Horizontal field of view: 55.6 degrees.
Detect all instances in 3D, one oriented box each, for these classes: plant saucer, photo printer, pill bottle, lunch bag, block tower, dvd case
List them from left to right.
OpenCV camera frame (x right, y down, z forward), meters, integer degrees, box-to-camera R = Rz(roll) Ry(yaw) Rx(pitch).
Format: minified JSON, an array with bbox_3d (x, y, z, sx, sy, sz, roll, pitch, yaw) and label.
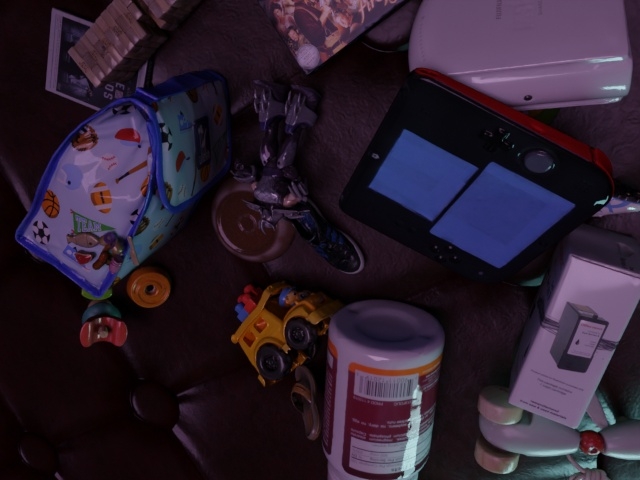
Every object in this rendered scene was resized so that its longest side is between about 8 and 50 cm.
[{"bbox_3d":[-0.467,-0.364,1.279,0.239,0.029,0.179,23,116,11],"label":"dvd case"},{"bbox_3d":[-0.331,-0.133,1.147,0.239,0.328,0.385,34,116,-2],"label":"lunch bag"},{"bbox_3d":[-0.322,-0.432,1.146,0.335,0.097,0.091,-38,91,18],"label":"block tower"},{"bbox_3d":[-0.149,-0.040,1.281,0.199,0.036,0.198,7,112,17],"label":"plant saucer"},{"bbox_3d":[0.117,0.337,1.218,0.224,0.224,0.391,10,113,16],"label":"pill bottle"},{"bbox_3d":[0.288,-0.310,0.915,0.308,0.255,0.107,-1,149,21],"label":"photo printer"}]

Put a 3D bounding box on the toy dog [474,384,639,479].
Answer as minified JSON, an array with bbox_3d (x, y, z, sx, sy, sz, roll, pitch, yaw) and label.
[{"bbox_3d":[0.441,0.352,1.175,0.334,0.161,0.220,22,113,-6],"label":"toy dog"}]

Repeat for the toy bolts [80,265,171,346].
[{"bbox_3d":[-0.480,0.123,1.433,0.218,0.158,0.228,9,106,-27],"label":"toy bolts"}]

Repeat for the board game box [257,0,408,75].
[{"bbox_3d":[0.027,-0.430,1.070,0.243,0.042,0.165,-31,96,26],"label":"board game box"}]

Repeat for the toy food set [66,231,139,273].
[{"bbox_3d":[-0.375,0.023,1.038,0.122,0.019,0.077,-3,114,15],"label":"toy food set"}]

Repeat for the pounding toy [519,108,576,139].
[{"bbox_3d":[0.317,-0.216,1.008,0.183,0.110,0.236,-17,102,24],"label":"pounding toy"}]

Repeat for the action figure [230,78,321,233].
[{"bbox_3d":[-0.086,-0.152,1.152,0.185,0.099,0.284,13,97,31],"label":"action figure"}]

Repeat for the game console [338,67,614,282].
[{"bbox_3d":[0.230,-0.076,0.992,0.342,0.060,0.386,24,149,-4],"label":"game console"}]

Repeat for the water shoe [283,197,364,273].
[{"bbox_3d":[0.000,0.000,1.216,0.203,0.080,0.073,44,118,0],"label":"water shoe"}]

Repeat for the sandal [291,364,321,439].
[{"bbox_3d":[-0.038,0.343,1.310,0.049,0.180,0.072,8,133,-20],"label":"sandal"}]

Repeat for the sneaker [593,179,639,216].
[{"bbox_3d":[0.427,-0.062,1.042,0.237,0.085,0.086,2,116,21],"label":"sneaker"}]

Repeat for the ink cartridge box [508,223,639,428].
[{"bbox_3d":[0.431,0.132,1.040,0.122,0.211,0.289,19,113,14],"label":"ink cartridge box"}]

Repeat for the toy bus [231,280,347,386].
[{"bbox_3d":[-0.085,0.162,1.286,0.211,0.149,0.220,47,116,16],"label":"toy bus"}]
